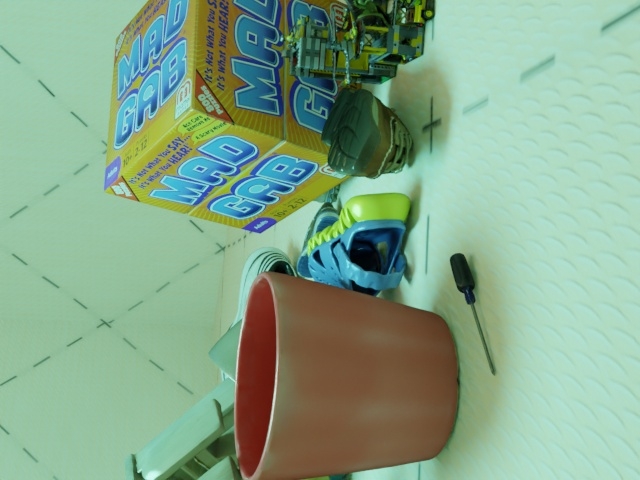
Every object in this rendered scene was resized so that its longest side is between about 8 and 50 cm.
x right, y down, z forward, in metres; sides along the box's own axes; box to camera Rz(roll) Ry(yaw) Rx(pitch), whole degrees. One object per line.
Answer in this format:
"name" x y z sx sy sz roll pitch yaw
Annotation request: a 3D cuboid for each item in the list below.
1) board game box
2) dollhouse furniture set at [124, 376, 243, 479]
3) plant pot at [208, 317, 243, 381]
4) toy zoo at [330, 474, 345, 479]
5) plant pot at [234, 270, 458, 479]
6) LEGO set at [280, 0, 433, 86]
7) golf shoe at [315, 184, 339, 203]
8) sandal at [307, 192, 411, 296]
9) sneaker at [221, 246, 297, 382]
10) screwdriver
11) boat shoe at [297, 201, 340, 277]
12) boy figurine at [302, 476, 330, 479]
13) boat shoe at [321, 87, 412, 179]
"board game box" -0.167 -0.270 1.762 0.356 0.356 0.356 -30 53 47
"dollhouse furniture set" -0.137 0.423 1.405 0.256 0.362 0.394 -40 29 7
"plant pot" -0.004 0.180 1.438 0.191 0.284 0.284 -54 11 -4
"toy zoo" 0.014 0.378 1.759 0.293 0.030 0.192 110 159 -55
"plant pot" 0.030 0.180 1.188 0.275 0.243 0.275 -175 90 -75
"LEGO set" 0.040 -0.370 1.458 0.331 0.192 0.255 -139 54 -75
"golf shoe" 0.001 -0.155 1.854 0.069 0.086 0.176 -106 24 -63
"sandal" 0.055 0.038 1.454 0.317 0.126 0.138 120 147 -68
"sneaker" -0.143 0.247 2.220 0.257 0.169 0.447 -150 67 -79
"screwdriver" 0.179 0.086 1.077 0.025 0.024 0.170 111 155 -53
"boat shoe" 0.000 0.000 1.884 0.066 0.066 0.183 -92 22 -48
"boy figurine" -0.023 0.437 1.638 0.285 0.092 0.177 -121 23 -46
"boat shoe" 0.082 -0.157 1.382 0.122 0.120 0.324 -63 11 15
